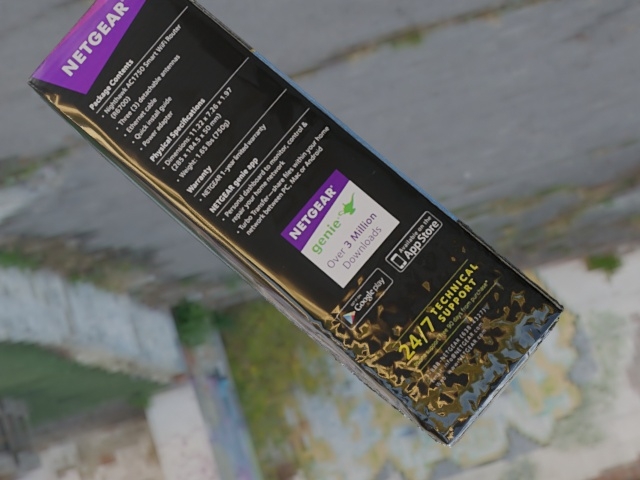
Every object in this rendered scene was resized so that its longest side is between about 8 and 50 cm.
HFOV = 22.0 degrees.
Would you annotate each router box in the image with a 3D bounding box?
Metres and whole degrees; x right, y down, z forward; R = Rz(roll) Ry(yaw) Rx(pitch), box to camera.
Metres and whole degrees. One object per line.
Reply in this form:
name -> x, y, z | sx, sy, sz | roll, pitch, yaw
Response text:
router box -> 0.000, 0.000, 0.463 | 0.046, 0.133, 0.179 | -49, 172, -3
